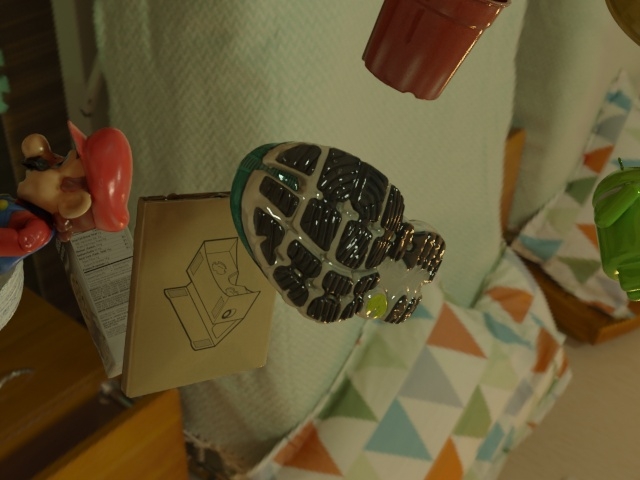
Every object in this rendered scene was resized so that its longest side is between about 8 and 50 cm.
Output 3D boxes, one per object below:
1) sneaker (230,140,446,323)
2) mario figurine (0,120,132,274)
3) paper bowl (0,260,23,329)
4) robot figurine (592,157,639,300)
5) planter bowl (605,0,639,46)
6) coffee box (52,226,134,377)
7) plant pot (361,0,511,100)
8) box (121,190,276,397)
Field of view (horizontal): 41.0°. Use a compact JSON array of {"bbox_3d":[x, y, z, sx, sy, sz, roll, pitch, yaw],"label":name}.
[{"bbox_3d":[0.000,0.000,0.617,0.107,0.110,0.275,-63,155,-4],"label":"sneaker"},{"bbox_3d":[-0.371,-0.043,1.007,0.320,0.198,0.170,-36,142,-10],"label":"mario figurine"},{"bbox_3d":[-0.570,0.022,1.204,0.284,0.284,0.148,-36,155,-38],"label":"paper bowl"},{"bbox_3d":[0.262,-0.010,0.704,0.101,0.067,0.115,34,49,-51],"label":"robot figurine"},{"bbox_3d":[0.466,-0.307,1.041,0.217,0.217,0.090,-40,163,-34],"label":"planter bowl"},{"bbox_3d":[-0.395,0.091,1.609,0.118,0.297,0.168,-20,170,-23],"label":"coffee box"},{"bbox_3d":[0.235,-0.473,1.890,0.272,0.272,0.265,-16,141,-52],"label":"plant pot"},{"bbox_3d":[-0.110,0.048,0.841,0.164,0.021,0.201,-7,116,-37],"label":"box"}]
